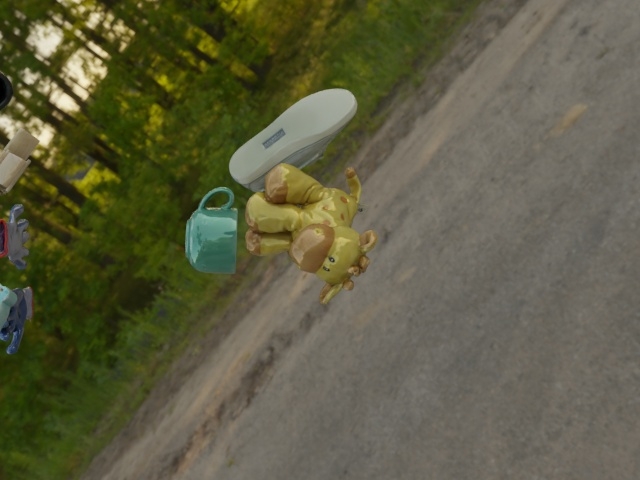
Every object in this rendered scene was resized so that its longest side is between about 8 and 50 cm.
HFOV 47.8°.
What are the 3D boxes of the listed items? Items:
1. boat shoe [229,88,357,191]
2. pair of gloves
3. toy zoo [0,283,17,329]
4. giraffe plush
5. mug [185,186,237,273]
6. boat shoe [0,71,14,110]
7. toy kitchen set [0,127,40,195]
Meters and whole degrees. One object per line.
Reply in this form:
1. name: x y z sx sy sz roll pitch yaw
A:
1. boat shoe: -0.035 -0.154 1.140 0.227 0.081 0.079 -32 58 10
2. pair of gloves: -0.416 0.050 0.978 0.159 0.023 0.198 -162 73 -80
3. toy zoo: -0.426 0.090 0.659 0.030 0.293 0.192 91 161 -69
4. giraffe plush: 0.000 0.000 1.094 0.170 0.210 0.181 -111 22 -47
5. mug: -0.213 -0.014 1.419 0.129 0.097 0.157 109 161 -69
6. boat shoe: -0.498 -0.138 0.792 0.340 0.113 0.127 -26 -50 -48
7. toy kitchen set: -0.273 -0.066 0.562 0.083 0.075 0.068 -59 25 -15
